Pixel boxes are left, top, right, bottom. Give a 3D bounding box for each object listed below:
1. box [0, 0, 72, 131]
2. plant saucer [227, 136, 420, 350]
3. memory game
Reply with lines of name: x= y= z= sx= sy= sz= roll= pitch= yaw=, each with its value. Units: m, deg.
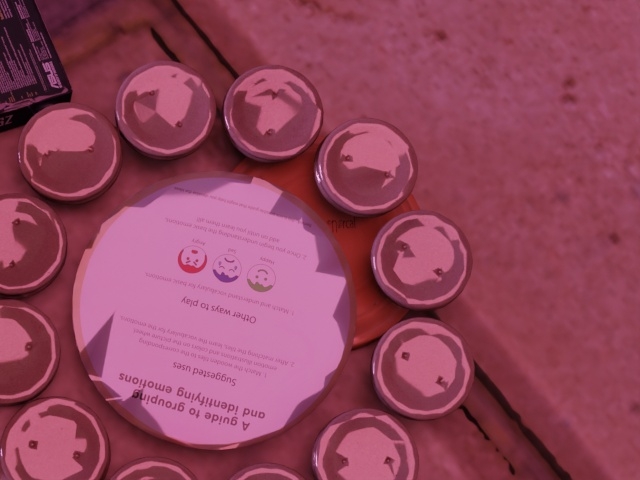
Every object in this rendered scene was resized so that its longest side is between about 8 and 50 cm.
box: x=-0.136 y=-0.077 z=0.561 sx=0.067 sy=0.018 sz=0.083 roll=-21 pitch=77 yaw=-19
plant saucer: x=0.000 y=0.000 z=0.571 sx=0.083 sy=0.013 sz=0.083 roll=5 pitch=70 yaw=-13
memory game: x=-0.035 y=0.024 z=0.542 sx=0.186 sy=0.012 sz=0.186 roll=2 pitch=76 yaw=-7
